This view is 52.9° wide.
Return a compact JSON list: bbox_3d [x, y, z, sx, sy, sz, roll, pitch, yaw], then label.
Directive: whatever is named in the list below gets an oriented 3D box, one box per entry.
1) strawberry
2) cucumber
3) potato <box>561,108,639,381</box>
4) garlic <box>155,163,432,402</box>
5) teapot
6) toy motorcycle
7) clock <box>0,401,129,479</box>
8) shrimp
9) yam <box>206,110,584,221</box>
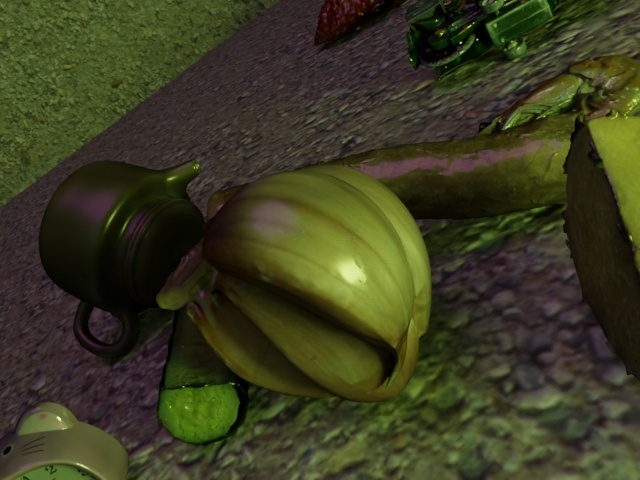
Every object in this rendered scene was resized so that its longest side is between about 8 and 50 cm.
[{"bbox_3d":[0.096,-0.556,1.399,0.306,0.137,0.233,-38,27,-9],"label":"strawberry"},{"bbox_3d":[-0.107,0.107,0.624,0.078,0.062,0.211,-1,20,-6],"label":"cucumber"},{"bbox_3d":[0.209,0.010,0.383,0.089,0.100,0.172,-9,62,3],"label":"potato"},{"bbox_3d":[0.002,0.019,0.468,0.214,0.191,0.160,-51,10,53],"label":"garlic"},{"bbox_3d":[-0.224,0.018,0.799,0.175,0.185,0.267,17,86,25],"label":"teapot"},{"bbox_3d":[0.238,-0.324,0.855,0.275,0.125,0.187,-25,37,21],"label":"toy motorcycle"},{"bbox_3d":[-0.248,0.215,0.545,0.153,0.110,0.050,-36,23,2],"label":"clock"},{"bbox_3d":[0.227,-0.120,0.627,0.180,0.041,0.099,-24,43,20],"label":"shrimp"},{"bbox_3d":[0.057,-0.042,0.575,0.357,0.081,0.081,-11,34,21],"label":"yam"}]
